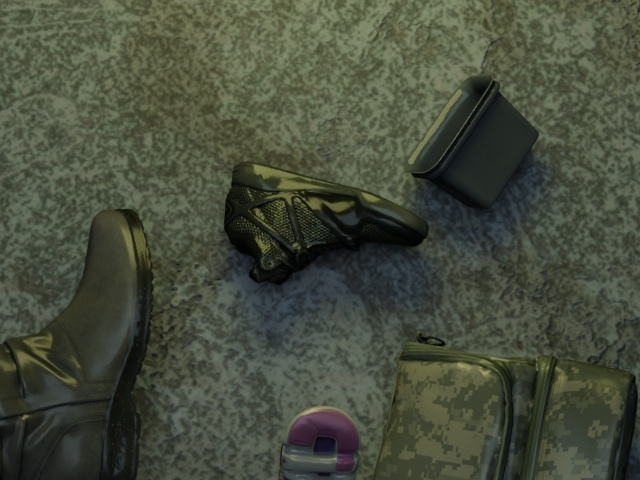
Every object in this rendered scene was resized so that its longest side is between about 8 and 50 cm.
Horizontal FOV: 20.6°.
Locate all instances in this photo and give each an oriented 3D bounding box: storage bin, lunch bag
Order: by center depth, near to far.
[{"bbox_3d":[0.175,0.262,1.806,0.256,0.212,0.305,10,79,12],"label":"lunch bag"},{"bbox_3d":[0.170,-0.102,1.953,0.091,0.098,0.135,39,79,-18],"label":"storage bin"}]

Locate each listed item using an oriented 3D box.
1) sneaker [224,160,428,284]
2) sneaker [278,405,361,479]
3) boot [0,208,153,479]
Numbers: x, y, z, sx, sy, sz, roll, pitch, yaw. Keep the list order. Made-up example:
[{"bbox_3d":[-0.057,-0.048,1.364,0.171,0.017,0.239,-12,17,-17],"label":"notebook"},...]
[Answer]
[{"bbox_3d":[0.000,0.000,1.932,0.227,0.087,0.130,13,79,8],"label":"sneaker"},{"bbox_3d":[-0.009,0.279,1.867,0.095,0.104,0.236,6,100,-8],"label":"sneaker"},{"bbox_3d":[-0.299,0.115,1.857,0.223,0.118,0.338,8,71,-18],"label":"boot"}]
